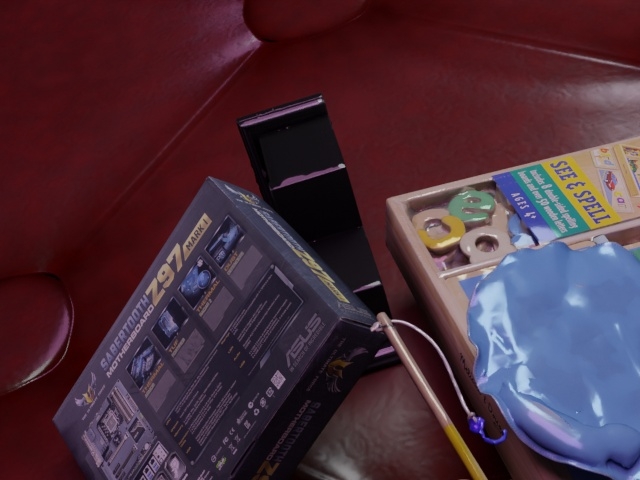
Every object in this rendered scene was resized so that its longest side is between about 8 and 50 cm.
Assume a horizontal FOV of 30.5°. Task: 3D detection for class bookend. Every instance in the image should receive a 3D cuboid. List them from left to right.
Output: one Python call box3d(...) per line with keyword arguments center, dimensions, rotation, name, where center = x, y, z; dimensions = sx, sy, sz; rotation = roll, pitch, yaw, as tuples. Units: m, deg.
box3d(center=(0.000, 0.000, 0.910), dimensions=(0.072, 0.156, 0.157), rotation=(-17, 45, 1), name="bookend")

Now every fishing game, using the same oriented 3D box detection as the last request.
box3d(center=(0.180, 0.076, 0.735), dimensions=(0.264, 0.041, 0.189), rotation=(-18, 52, -23), name="fishing game")

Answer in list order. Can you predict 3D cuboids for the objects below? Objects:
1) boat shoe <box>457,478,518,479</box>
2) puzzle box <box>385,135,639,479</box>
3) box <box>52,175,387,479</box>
box3d(center=(0.099, 0.187, 0.770), dimensions=(0.170, 0.063, 0.059), rotation=(-6, 41, -2), name="boat shoe")
box3d(center=(0.239, 0.080, 0.792), dimensions=(0.272, 0.052, 0.409), rotation=(-14, 43, -12), name="puzzle box")
box3d(center=(-0.079, 0.098, 0.829), dimensions=(0.233, 0.059, 0.183), rotation=(-56, 48, 11), name="box")
